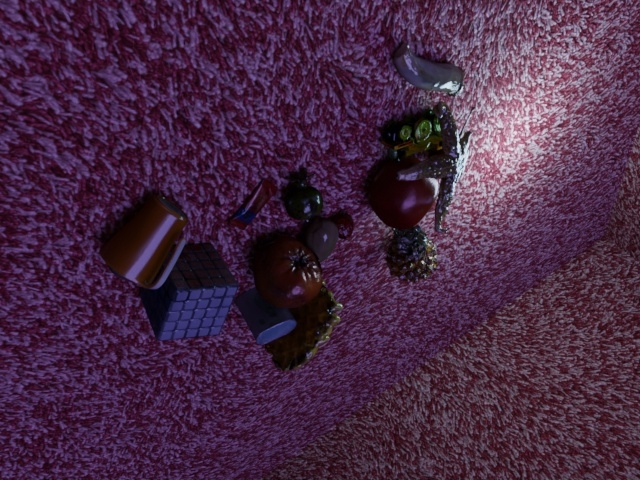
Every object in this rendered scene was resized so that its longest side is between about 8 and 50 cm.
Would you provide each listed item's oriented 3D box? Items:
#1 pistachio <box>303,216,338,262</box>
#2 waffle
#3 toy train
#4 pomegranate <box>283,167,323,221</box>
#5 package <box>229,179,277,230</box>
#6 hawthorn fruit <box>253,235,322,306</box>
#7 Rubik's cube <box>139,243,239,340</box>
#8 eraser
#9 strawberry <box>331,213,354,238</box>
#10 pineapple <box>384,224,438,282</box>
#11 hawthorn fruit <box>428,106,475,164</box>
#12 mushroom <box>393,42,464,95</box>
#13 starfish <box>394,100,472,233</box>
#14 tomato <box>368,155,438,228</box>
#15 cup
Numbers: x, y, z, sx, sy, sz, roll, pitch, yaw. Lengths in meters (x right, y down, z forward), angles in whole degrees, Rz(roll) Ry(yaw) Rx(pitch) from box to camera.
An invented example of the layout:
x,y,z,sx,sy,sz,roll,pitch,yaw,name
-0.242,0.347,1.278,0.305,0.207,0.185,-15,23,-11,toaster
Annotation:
x,y,z,sx,sy,sz,roll,pitch,yaw,name
0.000,0.000,2.075,0.135,0.136,0.226,-20,145,-24,pistachio
-0.089,0.323,2.124,0.095,0.379,0.382,34,97,-38,waffle
0.365,-0.395,1.996,0.296,0.100,0.161,-21,125,-23,toy train
-0.062,-0.151,1.876,0.148,0.148,0.169,-25,133,-18,pomegranate
-0.234,-0.122,1.851,0.200,0.022,0.083,-50,141,9,package
-0.138,0.138,2.018,0.275,0.276,0.307,-16,165,-27,hawthorn fruit
-0.452,0.172,1.788,0.238,0.237,0.237,0,128,-38,Rubik's cube
-0.217,0.284,2.092,0.174,0.227,0.081,-25,135,-15,eraser
0.089,-0.059,2.117,0.106,0.106,0.106,-22,138,-21,strawberry
0.384,0.022,2.278,0.262,0.262,0.272,-35,151,-6,pineapple
0.545,-0.402,2.133,0.165,0.165,0.286,10,108,-44,hawthorn fruit
0.383,-0.588,1.853,0.351,0.095,0.123,4,104,-42,mushroom
0.439,-0.272,1.955,0.323,0.082,0.432,24,89,-39,starfish
0.331,-0.180,2.094,0.298,0.226,0.299,-21,141,-18,tomato
-0.516,0.013,1.605,0.264,0.226,0.182,-51,158,4,cup
